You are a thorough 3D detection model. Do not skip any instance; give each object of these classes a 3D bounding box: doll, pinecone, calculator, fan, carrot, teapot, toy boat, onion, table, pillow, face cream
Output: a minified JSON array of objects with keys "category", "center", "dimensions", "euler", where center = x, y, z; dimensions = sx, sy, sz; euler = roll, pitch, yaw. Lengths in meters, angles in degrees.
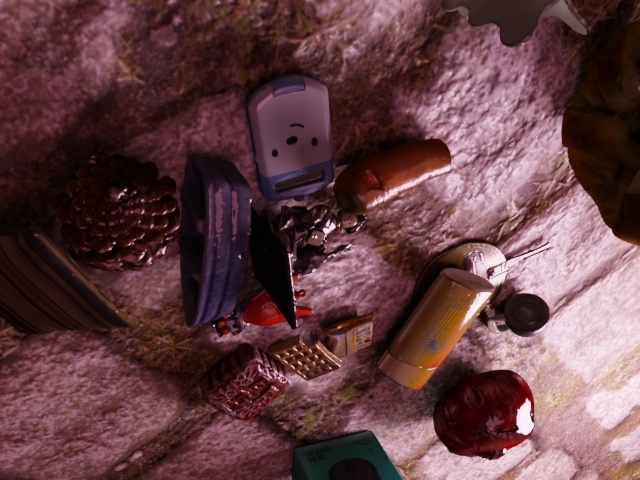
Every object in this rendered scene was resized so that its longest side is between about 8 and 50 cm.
[{"category":"doll","center":[-0.102,0.121,1.058],"dimensions":[0.169,0.057,0.109],"euler":[-25,133,-7]},{"category":"pinecone","center":[-0.268,-0.027,0.813],"dimensions":[0.174,0.173,0.173],"euler":[-13,129,-16]},{"category":"calculator","center":[-0.041,-0.143,0.902],"dimensions":[0.121,0.039,0.210],"euler":[-15,130,-12]},{"category":"fan","center":[0.324,0.078,1.258],"dimensions":[0.335,0.011,0.229],"euler":[-23,131,-5]},{"category":"carrot","center":[0.112,-0.109,0.974],"dimensions":[0.194,0.087,0.087],"euler":[-29,132,-18]},{"category":"teapot","center":[0.433,0.169,1.344],"dimensions":[0.090,0.124,0.092],"euler":[67,42,-56]},{"category":"toy boat","center":[-0.164,0.014,0.905],"dimensions":[0.078,0.127,0.282],"euler":[-8,126,-27]},{"category":"onion","center":[0.376,0.404,1.410],"dimensions":[0.247,0.190,0.246],"euler":[-12,145,-8]},{"category":"table","center":[0.252,-0.340,0.785],"dimensions":[0.167,0.198,0.166],"euler":[-12,129,-16]},{"category":"pillow","center":[-0.395,0.061,0.833],"dimensions":[0.212,0.052,0.208],"euler":[-7,137,21]},{"category":"face cream","center":[0.225,0.186,1.243],"dimensions":[0.139,0.067,0.285],"euler":[15,118,-29]}]

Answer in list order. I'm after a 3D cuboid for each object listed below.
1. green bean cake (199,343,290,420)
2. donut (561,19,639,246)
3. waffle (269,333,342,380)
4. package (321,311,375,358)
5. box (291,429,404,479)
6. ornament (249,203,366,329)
[{"category":"green bean cake","center":[-0.140,0.271,1.154],"dimensions":[0.135,0.056,0.136],"euler":[-39,131,8]},{"category":"donut","center":[0.543,-0.169,0.955],"dimensions":[0.170,0.360,0.360],"euler":[-6,127,-24]},{"category":"waffle","center":[-0.027,0.224,1.181],"dimensions":[0.092,0.021,0.135],"euler":[-24,135,19]},{"category":"package","center":[0.057,0.192,1.205],"dimensions":[0.108,0.031,0.120],"euler":[-17,137,-11]},{"category":"box","center":[0.081,0.564,1.309],"dimensions":[0.205,0.311,0.118],"euler":[-4,117,-22]},{"category":"ornament","center":[0.000,0.000,0.972],"dimensions":[0.196,0.153,0.166],"euler":[-22,132,-21]}]
